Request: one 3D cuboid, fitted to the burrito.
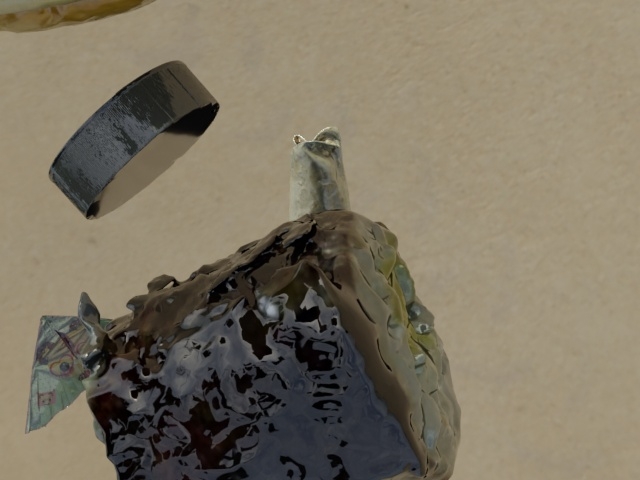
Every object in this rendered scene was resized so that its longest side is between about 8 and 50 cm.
[{"bbox_3d":[0.000,0.000,1.350,0.082,0.059,0.275,-10,112,-13],"label":"burrito"}]

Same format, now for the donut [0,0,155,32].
[{"bbox_3d":[-0.198,-0.318,0.763,0.449,0.449,0.198,25,151,17],"label":"donut"}]

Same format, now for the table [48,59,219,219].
[{"bbox_3d":[-0.139,-0.074,0.869,0.043,0.133,0.133,48,125,2],"label":"table"}]

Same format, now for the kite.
[{"bbox_3d":[-0.311,0.194,1.597,0.250,0.229,0.012,55,167,-26],"label":"kite"}]

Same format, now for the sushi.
[{"bbox_3d":[-0.040,0.135,1.079,0.294,0.299,0.281,-22,86,11],"label":"sushi"}]
